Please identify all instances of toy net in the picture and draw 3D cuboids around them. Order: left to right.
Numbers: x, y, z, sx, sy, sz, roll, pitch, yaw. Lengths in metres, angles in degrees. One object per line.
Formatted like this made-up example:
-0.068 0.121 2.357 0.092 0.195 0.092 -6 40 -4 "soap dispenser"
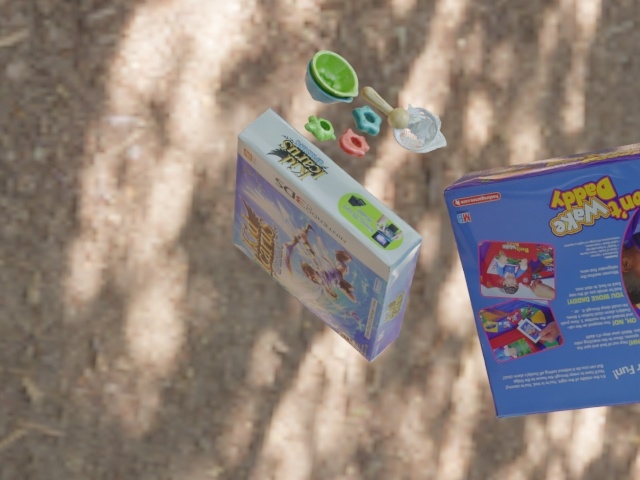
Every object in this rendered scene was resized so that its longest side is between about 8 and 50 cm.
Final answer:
0.078 -0.152 2.145 0.232 0.045 0.122 16 47 -32 "toy net"

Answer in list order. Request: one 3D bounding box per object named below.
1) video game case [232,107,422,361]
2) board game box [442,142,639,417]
0.000 0.000 2.080 0.061 0.244 0.269 -41 162 -22 "video game case"
0.310 0.029 1.613 0.078 0.347 0.233 -34 113 -62 "board game box"
